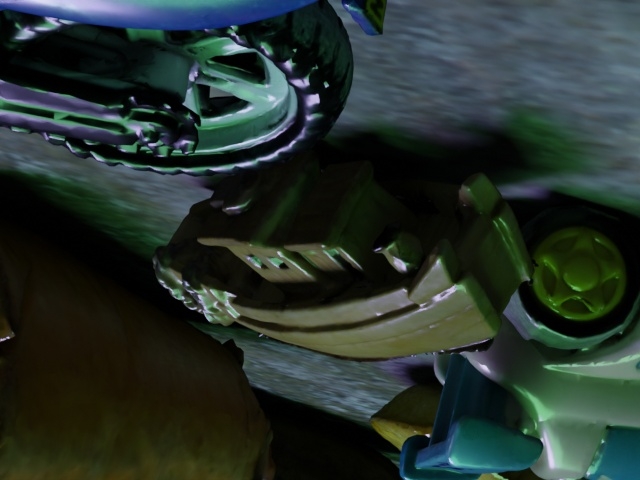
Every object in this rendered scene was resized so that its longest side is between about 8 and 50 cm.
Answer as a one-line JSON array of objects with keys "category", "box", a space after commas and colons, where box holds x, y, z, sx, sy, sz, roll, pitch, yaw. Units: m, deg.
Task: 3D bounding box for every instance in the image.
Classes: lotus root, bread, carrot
[{"category": "lotus root", "box": [-0.036, 0.175, 1.267, 0.241, 0.124, 0.123, 20, -179, -31]}, {"category": "bread", "box": [0.104, 0.117, 1.040, 0.149, 0.065, 0.187, 23, 171, 12]}, {"category": "carrot", "box": [-0.146, 0.071, 0.941, 0.196, 0.196, 0.254, 6, 175, 32]}]

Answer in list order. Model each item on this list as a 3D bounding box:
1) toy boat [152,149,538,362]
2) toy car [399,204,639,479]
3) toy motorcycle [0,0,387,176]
[{"category": "toy boat", "box": [0.000, 0.000, 0.664, 0.072, 0.064, 0.206, 39, 160, -22]}, {"category": "toy car", "box": [0.112, 0.058, 0.692, 0.161, 0.098, 0.126, 18, 168, -7]}, {"category": "toy motorcycle", "box": [-0.138, -0.069, 0.437, 0.315, 0.113, 0.169, 5, 157, 2]}]
